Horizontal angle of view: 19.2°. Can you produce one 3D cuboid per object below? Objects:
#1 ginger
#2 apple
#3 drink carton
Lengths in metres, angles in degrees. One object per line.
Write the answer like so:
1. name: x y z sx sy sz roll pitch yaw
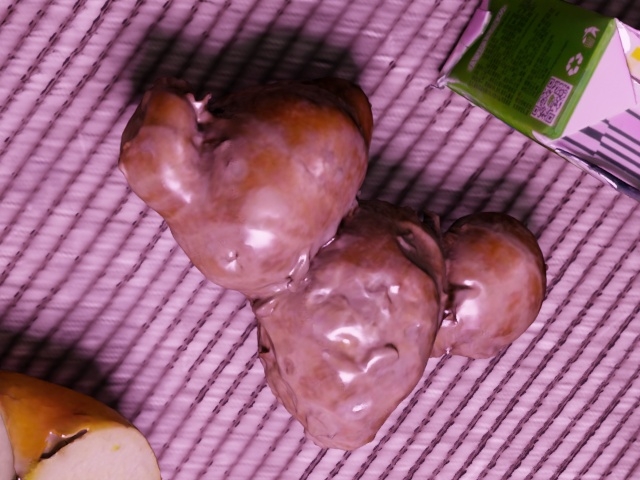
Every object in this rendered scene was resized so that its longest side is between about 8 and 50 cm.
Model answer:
1. ginger: 0.000 0.000 1.508 0.375 0.176 0.256 42 77 -20
2. apple: -0.276 0.258 1.517 0.254 0.179 0.346 29 103 -4
3. drink carton: 0.209 -0.110 1.459 0.161 0.271 0.108 29 95 -19
